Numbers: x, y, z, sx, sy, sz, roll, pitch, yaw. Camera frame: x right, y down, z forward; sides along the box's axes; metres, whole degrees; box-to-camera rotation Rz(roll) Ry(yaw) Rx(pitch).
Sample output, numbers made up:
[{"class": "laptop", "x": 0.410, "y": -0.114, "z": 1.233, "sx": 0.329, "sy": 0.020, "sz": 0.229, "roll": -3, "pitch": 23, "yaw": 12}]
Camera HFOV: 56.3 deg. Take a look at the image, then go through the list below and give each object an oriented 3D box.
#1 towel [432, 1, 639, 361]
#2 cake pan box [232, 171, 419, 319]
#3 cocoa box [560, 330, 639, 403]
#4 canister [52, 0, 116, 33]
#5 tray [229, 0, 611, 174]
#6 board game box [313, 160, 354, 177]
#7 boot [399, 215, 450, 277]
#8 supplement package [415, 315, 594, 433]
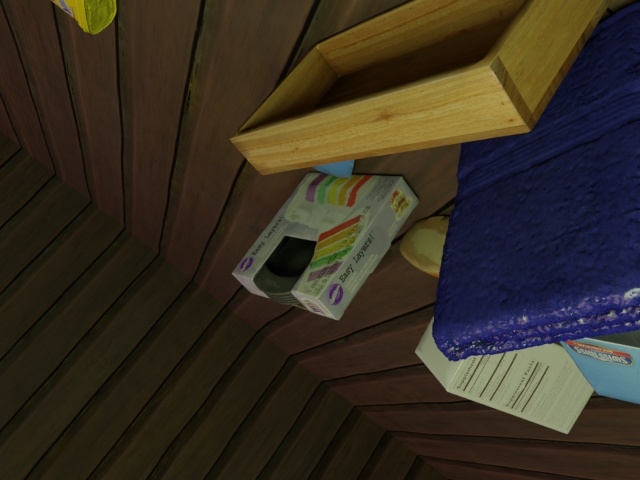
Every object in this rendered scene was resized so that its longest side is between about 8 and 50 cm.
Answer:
[{"class": "towel", "x": 0.214, "y": -0.046, "z": 0.540, "sx": 0.076, "sy": 0.308, "sz": 0.228, "roll": 32, "pitch": 147, "yaw": -23}, {"class": "cake pan box", "x": 0.000, "y": 0.000, "z": 1.019, "sx": 0.246, "sy": 0.267, "sz": 0.070, "roll": 10, "pitch": 148, "yaw": 51}, {"class": "cocoa box", "x": 0.403, "y": 0.024, "z": 0.531, "sx": 0.228, "sy": 0.231, "sz": 0.347, "roll": 48, "pitch": 155, "yaw": -26}, {"class": "canister", "x": -0.446, "y": -0.457, "z": 1.035, "sx": 0.170, "sy": 0.073, "sz": 0.126, "roll": 38, "pitch": 157, "yaw": 1}, {"class": "tray", "x": 0.079, "y": -0.179, "z": 0.648, "sx": 0.076, "sy": 0.202, "sz": 0.411, "roll": 48, "pitch": 155, "yaw": -25}, {"class": "board game box", "x": 0.004, "y": -0.169, "z": 0.995, "sx": 0.133, "sy": 0.033, "sz": 0.168, "roll": 28, "pitch": 161, "yaw": 8}, {"class": "boot", "x": 0.278, "y": 0.064, "z": 0.965, "sx": 0.211, "sy": 0.104, "sz": 0.295, "roll": 38, "pitch": 169, "yaw": -30}, {"class": "supplement package", "x": 0.304, "y": 0.192, "z": 0.973, "sx": 0.244, "sy": 0.133, "sz": 0.139, "roll": 23, "pitch": -170, "yaw": -18}]
